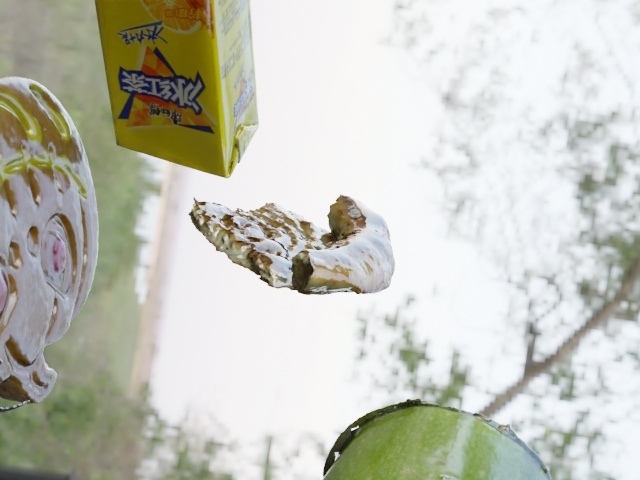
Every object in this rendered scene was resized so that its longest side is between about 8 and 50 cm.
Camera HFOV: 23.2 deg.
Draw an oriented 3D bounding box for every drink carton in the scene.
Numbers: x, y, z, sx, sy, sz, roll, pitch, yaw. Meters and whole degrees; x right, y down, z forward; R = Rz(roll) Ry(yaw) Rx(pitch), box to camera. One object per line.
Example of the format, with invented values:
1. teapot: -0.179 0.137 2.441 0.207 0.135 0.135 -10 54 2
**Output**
1. drink carton: -0.158 -0.237 1.727 0.351 0.154 0.111 89 23 -48

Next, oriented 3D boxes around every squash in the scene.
1. squash: 0.072 0.363 1.472 0.384 0.263 0.263 -62 168 -53

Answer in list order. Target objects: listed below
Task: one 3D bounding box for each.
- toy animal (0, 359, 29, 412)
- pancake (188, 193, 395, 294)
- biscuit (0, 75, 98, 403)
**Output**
1. toy animal: -0.233 0.088 1.021 0.050 0.084 0.028 -17 -144 44
2. pancake: 0.000 0.000 1.510 0.257 0.212 0.056 36 -64 50
3. biscuit: -0.325 0.008 1.613 0.394 0.070 0.351 -57 139 -61
